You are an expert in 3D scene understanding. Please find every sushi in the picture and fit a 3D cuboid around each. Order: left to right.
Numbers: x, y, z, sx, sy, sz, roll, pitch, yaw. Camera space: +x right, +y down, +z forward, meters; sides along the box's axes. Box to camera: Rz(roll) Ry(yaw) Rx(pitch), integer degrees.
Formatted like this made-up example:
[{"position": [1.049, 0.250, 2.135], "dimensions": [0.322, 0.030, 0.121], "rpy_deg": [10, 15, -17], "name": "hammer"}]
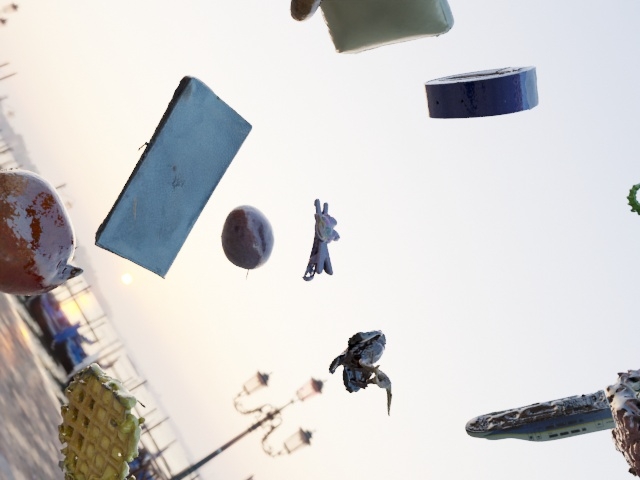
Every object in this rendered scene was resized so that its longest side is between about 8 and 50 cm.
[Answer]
[{"position": [0.785, 0.405, 1.432], "dimensions": [0.270, 0.236, 0.171], "rpy_deg": [-75, 142, -71], "name": "sushi"}]

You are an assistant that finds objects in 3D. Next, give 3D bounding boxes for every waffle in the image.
[{"position": [-0.450, 0.372, 1.246], "dimensions": [0.280, 0.060, 0.262], "rpy_deg": [-34, -117, 33], "name": "waffle"}]

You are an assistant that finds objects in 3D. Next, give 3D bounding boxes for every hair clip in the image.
[{"position": [0.010, 0.003, 2.059], "dimensions": [0.090, 0.137, 0.279], "rpy_deg": [2, -101, 43], "name": "hair clip"}]

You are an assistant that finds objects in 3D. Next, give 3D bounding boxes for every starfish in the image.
[{"position": [0.134, 0.315, 1.351], "dimensions": [0.130, 0.041, 0.133], "rpy_deg": [63, -10, -3], "name": "starfish"}]

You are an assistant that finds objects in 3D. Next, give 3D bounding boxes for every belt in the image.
[{"position": [0.462, -0.428, 1.820], "dimensions": [0.347, 0.212, 0.117], "rpy_deg": [8, -65, 48], "name": "belt"}]

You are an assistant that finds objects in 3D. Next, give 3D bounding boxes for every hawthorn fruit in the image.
[{"position": [-0.740, -0.010, 1.492], "dimensions": [0.311, 0.295, 0.295], "rpy_deg": [69, -20, -2], "name": "hawthorn fruit"}]

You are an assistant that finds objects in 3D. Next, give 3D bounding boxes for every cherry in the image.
[{"position": [-0.246, -0.011, 2.110], "dimensions": [0.266, 0.183, 0.213], "rpy_deg": [92, -13, -49], "name": "cherry"}]

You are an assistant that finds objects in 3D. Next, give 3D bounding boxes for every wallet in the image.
[{"position": [-0.286, -0.123, 1.239], "dimensions": [0.046, 0.379, 0.190], "rpy_deg": [21, -11, 43], "name": "wallet"}]

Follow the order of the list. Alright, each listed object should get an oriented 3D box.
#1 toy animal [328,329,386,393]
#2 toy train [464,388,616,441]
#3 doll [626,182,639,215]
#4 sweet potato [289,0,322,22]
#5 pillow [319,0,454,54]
[{"position": [0.107, 0.301, 1.686], "dimensions": [0.116, 0.179, 0.219], "rpy_deg": [15, -55, 18], "name": "toy animal"}, {"position": [0.360, 0.303, 1.035], "dimensions": [0.052, 0.233, 0.051], "rpy_deg": [-66, 134, -65], "name": "toy train"}, {"position": [0.718, -0.084, 1.262], "dimensions": [0.050, 0.190, 0.115], "rpy_deg": [62, 20, -85], "name": "doll"}, {"position": [0.029, -0.615, 1.313], "dimensions": [0.092, 0.341, 0.114], "rpy_deg": [52, 23, 25], "name": "sweet potato"}, {"position": [0.141, -0.584, 1.504], "dimensions": [0.322, 0.120, 0.255], "rpy_deg": [-1, -49, 34], "name": "pillow"}]
